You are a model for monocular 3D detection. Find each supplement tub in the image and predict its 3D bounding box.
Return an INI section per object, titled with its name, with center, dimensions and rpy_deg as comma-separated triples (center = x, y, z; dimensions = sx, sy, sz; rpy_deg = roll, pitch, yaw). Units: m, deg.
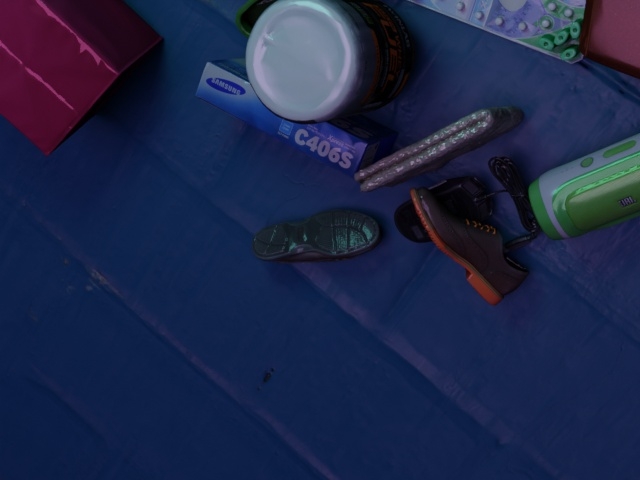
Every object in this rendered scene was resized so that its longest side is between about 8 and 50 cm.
[supplement tub]
center = 0.033, -0.314, 1.664
dimensions = 0.207, 0.338, 0.207
rpy_deg = 6, 105, 23

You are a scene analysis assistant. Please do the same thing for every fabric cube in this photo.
[fabric cube]
center = -0.517, -0.372, 1.916
dimensions = 0.258, 0.254, 0.259
rpy_deg = 43, 116, -12

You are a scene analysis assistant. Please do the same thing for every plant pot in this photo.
[plant pot]
center = 0.519, -0.356, 1.446
dimensions = 0.236, 0.267, 0.267
rpy_deg = 9, 106, 9

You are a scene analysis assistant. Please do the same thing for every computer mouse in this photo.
[computer mouse]
center = 0.278, -0.045, 1.781
dimensions = 0.262, 0.060, 0.184
rpy_deg = -27, 110, 32

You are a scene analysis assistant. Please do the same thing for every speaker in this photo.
[speaker]
center = 0.504, -0.101, 1.620
dimensions = 0.296, 0.131, 0.131
rpy_deg = -24, 92, 27

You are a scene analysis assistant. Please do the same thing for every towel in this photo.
[towel]
center = 0.207, -0.158, 1.707
dimensions = 0.282, 0.187, 0.049
rpy_deg = -26, 87, 28

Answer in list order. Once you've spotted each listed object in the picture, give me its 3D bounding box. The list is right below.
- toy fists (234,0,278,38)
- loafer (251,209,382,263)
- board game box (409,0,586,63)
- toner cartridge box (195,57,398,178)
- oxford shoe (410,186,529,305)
[toy fists]
center = -0.024, -0.454, 1.771
dimensions = 0.279, 0.142, 0.096
rpy_deg = -28, 106, 27
[loafer]
center = 0.000, 0.000, 1.913
dimensions = 0.268, 0.084, 0.096
rpy_deg = -6, 69, 22
[board game box]
center = 0.316, -0.538, 1.616
dimensions = 0.390, 0.050, 0.390
rpy_deg = 26, 119, 17
[toner cartridge box]
center = -0.043, -0.235, 1.816
dimensions = 0.348, 0.165, 0.075
rpy_deg = 28, 111, 15
[oxford shoe]
center = 0.262, -0.009, 1.729
dimensions = 0.098, 0.097, 0.271
rpy_deg = -38, 111, 17
